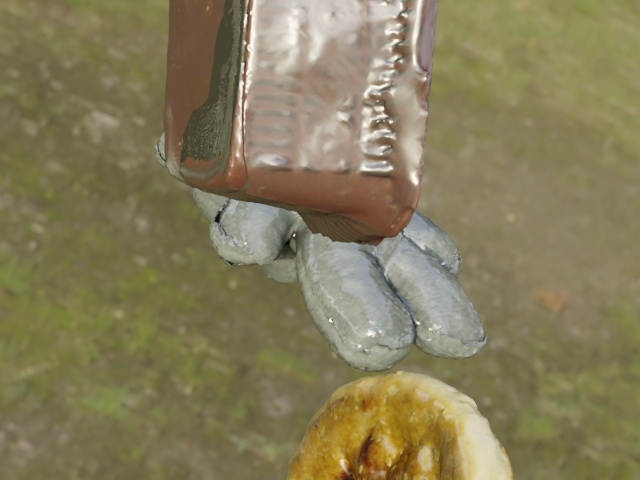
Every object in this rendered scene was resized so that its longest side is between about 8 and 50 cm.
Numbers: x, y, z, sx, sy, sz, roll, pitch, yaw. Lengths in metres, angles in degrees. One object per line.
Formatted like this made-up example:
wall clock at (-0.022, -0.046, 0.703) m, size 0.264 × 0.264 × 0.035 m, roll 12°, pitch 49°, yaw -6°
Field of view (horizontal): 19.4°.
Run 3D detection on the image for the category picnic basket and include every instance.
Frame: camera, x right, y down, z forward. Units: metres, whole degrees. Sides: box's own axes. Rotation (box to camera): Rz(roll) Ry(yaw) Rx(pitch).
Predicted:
picnic basket at (-0.020, -0.146, 1.272) m, size 0.129 × 0.296 × 0.222 m, roll 1°, pitch 6°, yaw -25°

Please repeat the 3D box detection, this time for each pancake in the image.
pancake at (0.032, 0.269, 1.456) m, size 0.065 × 0.356 × 0.356 m, roll 14°, pitch 22°, yaw -23°

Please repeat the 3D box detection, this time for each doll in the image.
doll at (-0.004, 0.004, 1.583) m, size 0.246 × 0.158 × 0.340 m, roll -5°, pitch 49°, yaw -38°
